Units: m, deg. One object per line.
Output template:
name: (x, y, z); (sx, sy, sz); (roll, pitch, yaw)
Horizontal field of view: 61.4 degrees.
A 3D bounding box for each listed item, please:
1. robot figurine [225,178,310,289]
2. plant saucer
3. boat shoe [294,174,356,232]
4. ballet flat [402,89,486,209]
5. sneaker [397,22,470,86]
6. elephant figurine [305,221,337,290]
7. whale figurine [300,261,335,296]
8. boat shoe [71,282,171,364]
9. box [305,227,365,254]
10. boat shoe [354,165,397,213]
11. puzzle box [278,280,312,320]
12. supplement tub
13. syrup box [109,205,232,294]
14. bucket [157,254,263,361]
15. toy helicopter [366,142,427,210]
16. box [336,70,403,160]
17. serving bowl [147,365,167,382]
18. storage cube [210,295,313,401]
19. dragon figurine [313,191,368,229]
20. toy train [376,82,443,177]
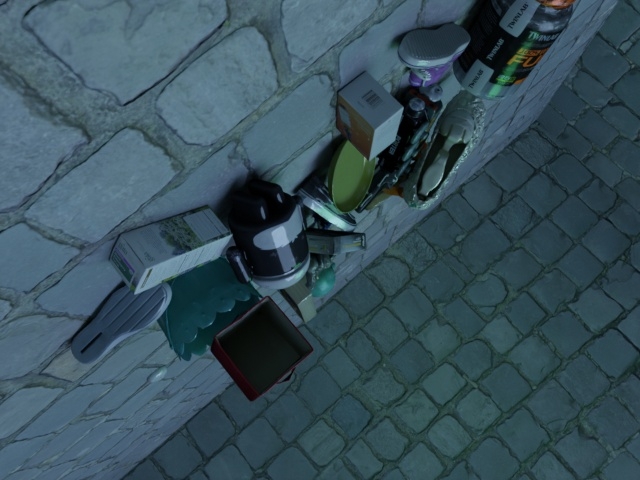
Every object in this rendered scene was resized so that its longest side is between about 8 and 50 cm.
robot figurine: (-0.125, -0.011, 1.307); (0.209, 0.173, 0.278); (-17, 127, -3)
plant saucer: (0.084, -0.197, 1.531); (0.241, 0.037, 0.240); (-39, 140, -44)
boat shoe: (0.041, -0.113, 1.630); (0.102, 0.108, 0.301); (-52, 142, 6)
ballet flat: (0.388, -0.271, 1.648); (0.408, 0.147, 0.147); (-64, 163, 9)
sneaker: (0.256, -0.431, 1.327); (0.282, 0.102, 0.161); (-29, 165, -43)
elephant figurine: (-0.020, 0.062, 2.018); (0.186, 0.169, 0.239); (-28, 161, 1)
whale figurine: (-0.001, 0.192, 2.516); (0.216, 0.141, 0.272); (-42, 168, -1)
boat shoe: (-0.464, 0.178, 1.275); (0.302, 0.109, 0.094); (-36, -176, 15)
box: (0.000, 0.000, 1.712); (0.183, 0.231, 0.056); (-9, 103, -55)
boat shoe: (0.221, -0.214, 1.941); (0.303, 0.091, 0.114); (-41, 167, -3)
puzzle box: (-0.120, 0.111, 1.620); (0.052, 0.272, 0.409); (-40, 166, -9)
supplement tub: (0.507, -0.552, 1.415); (0.207, 0.207, 0.338); (-35, 165, -28)
syrup box: (-0.313, 0.015, 1.146); (0.237, 0.093, 0.096); (-27, 161, -47)
bucket: (-0.313, 0.168, 1.447); (0.281, 0.183, 0.281); (-40, 167, -11)
toy helicopter: (0.300, -0.203, 2.042); (0.355, 0.140, 0.234); (-31, -156, 31)
box: (0.113, -0.293, 1.291); (0.091, 0.130, 0.170); (-40, 167, -11)
serving bowl: (-0.615, 0.513, 2.044); (0.083, 0.027, 0.083); (-38, 166, -11)
storage cube: (-0.161, 0.293, 1.428); (0.184, 0.215, 0.193); (-37, 172, -24)
dragon figurine: (0.075, -0.140, 1.776); (0.144, 0.085, 0.289); (-31, 165, -39)
toy train: (0.263, -0.332, 1.619); (0.190, 0.142, 0.334); (-49, 169, -25)
